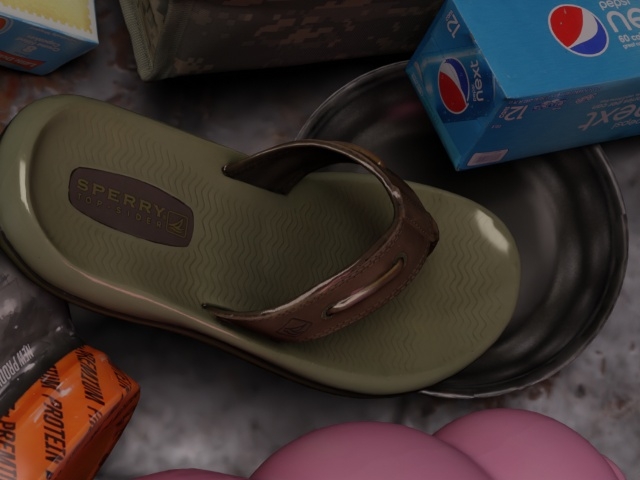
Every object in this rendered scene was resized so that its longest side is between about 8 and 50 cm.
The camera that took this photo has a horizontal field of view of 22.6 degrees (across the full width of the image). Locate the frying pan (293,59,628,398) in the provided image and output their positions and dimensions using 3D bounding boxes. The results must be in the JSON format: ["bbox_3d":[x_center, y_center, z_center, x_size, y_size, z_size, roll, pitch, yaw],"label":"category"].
[{"bbox_3d":[0.018,0.023,0.868,0.326,0.053,0.197,-29,78,-16],"label":"frying pan"}]

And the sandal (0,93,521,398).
[{"bbox_3d":[-0.010,0.002,0.758,0.302,0.086,0.120,12,64,-38],"label":"sandal"}]

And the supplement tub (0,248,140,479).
[{"bbox_3d":[-0.266,0.034,0.746,0.338,0.207,0.207,36,71,5],"label":"supplement tub"}]

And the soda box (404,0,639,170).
[{"bbox_3d":[0.158,-0.100,0.886,0.210,0.067,0.071,-12,63,-30],"label":"soda box"}]

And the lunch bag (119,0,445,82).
[{"bbox_3d":[-0.014,-0.249,0.874,0.235,0.169,0.287,-9,70,-25],"label":"lunch bag"}]

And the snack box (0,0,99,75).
[{"bbox_3d":[-0.255,-0.209,0.803,0.322,0.060,0.187,12,64,-48],"label":"snack box"}]

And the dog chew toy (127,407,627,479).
[{"bbox_3d":[0.012,0.178,0.746,0.332,0.206,0.207,-21,76,-28],"label":"dog chew toy"}]
